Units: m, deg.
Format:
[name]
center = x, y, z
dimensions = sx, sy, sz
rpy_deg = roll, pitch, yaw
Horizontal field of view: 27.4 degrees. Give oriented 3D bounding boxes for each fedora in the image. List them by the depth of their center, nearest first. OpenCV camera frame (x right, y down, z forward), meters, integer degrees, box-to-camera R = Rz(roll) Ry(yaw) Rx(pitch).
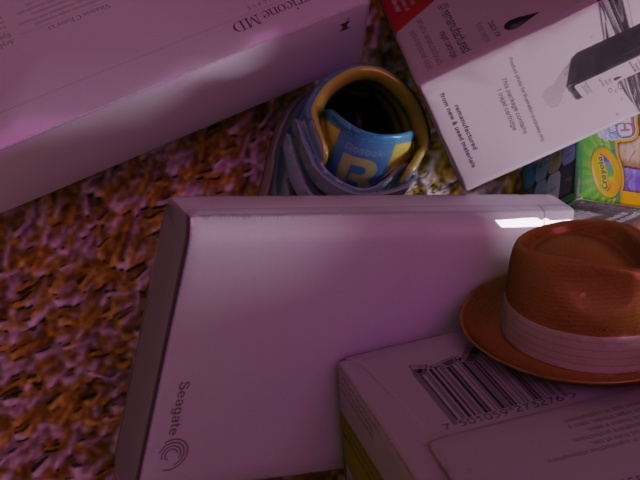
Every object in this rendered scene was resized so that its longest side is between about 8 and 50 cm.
[fedora]
center = 0.196, 0.035, 0.962
dimensions = 0.194, 0.194, 0.079
rpy_deg = -11, 115, -14

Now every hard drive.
[hard drive]
center = 0.026, 0.075, 1.028
dimensions = 0.353, 0.047, 0.233
rpy_deg = -1, 117, -32

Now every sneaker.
[sneaker]
center = 0.000, 0.000, 1.074
dimensions = 0.127, 0.208, 0.319
rpy_deg = 11, 77, -12

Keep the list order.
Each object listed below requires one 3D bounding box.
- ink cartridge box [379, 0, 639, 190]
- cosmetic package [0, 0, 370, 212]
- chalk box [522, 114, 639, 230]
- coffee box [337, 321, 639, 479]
[ink cartridge box]
center = 0.203, -0.182, 1.073
dimensions = 0.273, 0.197, 0.114
rpy_deg = -24, 123, 6
[cosmetic package]
center = -0.192, -0.207, 1.092
dimensions = 0.377, 0.097, 0.284
rpy_deg = -24, 64, -16
[chalk box]
center = 0.261, -0.078, 1.188
dimensions = 0.213, 0.132, 0.132
rpy_deg = 9, 77, -12
[coffee box]
center = 0.227, 0.266, 0.945
dimensions = 0.338, 0.338, 0.334
rpy_deg = -11, 114, -14
